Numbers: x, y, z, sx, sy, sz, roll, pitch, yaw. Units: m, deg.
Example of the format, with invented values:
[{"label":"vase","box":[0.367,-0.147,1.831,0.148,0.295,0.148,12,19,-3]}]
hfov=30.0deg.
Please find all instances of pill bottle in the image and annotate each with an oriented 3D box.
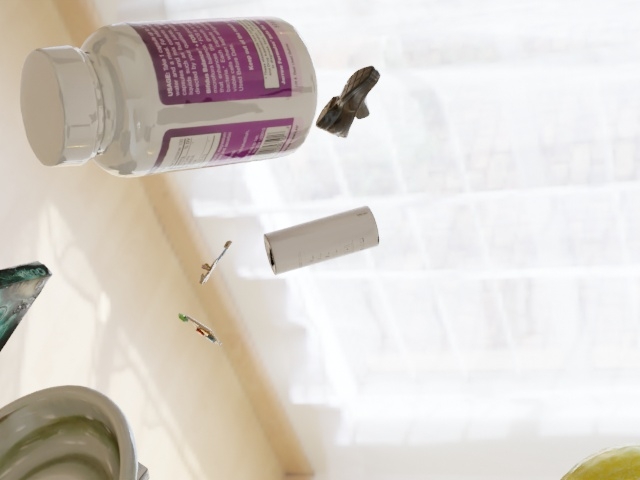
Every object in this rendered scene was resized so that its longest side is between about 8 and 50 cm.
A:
[{"label":"pill bottle","box":[-0.168,-0.159,1.323,0.301,0.169,0.169,-9,97,-34]}]

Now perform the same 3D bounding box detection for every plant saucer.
[{"label":"plant saucer","box":[-0.377,0.378,1.530,0.100,0.400,0.400,49,41,-39]}]

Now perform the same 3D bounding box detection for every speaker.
[{"label":"speaker","box":[0.000,0.000,1.463,0.055,0.136,0.055,164,-90,-80]}]

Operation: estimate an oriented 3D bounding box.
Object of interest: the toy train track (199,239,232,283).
[{"label":"toy train track","box":[-0.140,0.026,1.569,0.083,0.014,0.048,-56,178,-45]}]

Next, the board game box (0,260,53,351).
[{"label":"board game box","box":[-0.358,0.101,1.198,0.026,0.186,0.126,45,25,14]}]

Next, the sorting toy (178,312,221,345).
[{"label":"sorting toy","box":[-0.215,0.155,2.105,0.012,0.083,0.062,-52,147,-15]}]

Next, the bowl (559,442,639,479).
[{"label":"bowl","box":[0.458,0.427,1.650,0.156,0.289,0.289,92,-3,-83]}]

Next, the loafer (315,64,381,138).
[{"label":"loafer","box":[0.058,-0.227,1.967,0.061,0.170,0.062,32,54,-13]}]

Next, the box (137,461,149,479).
[{"label":"box","box":[-0.411,0.366,1.892,0.159,0.233,0.044,-51,162,-29]}]
